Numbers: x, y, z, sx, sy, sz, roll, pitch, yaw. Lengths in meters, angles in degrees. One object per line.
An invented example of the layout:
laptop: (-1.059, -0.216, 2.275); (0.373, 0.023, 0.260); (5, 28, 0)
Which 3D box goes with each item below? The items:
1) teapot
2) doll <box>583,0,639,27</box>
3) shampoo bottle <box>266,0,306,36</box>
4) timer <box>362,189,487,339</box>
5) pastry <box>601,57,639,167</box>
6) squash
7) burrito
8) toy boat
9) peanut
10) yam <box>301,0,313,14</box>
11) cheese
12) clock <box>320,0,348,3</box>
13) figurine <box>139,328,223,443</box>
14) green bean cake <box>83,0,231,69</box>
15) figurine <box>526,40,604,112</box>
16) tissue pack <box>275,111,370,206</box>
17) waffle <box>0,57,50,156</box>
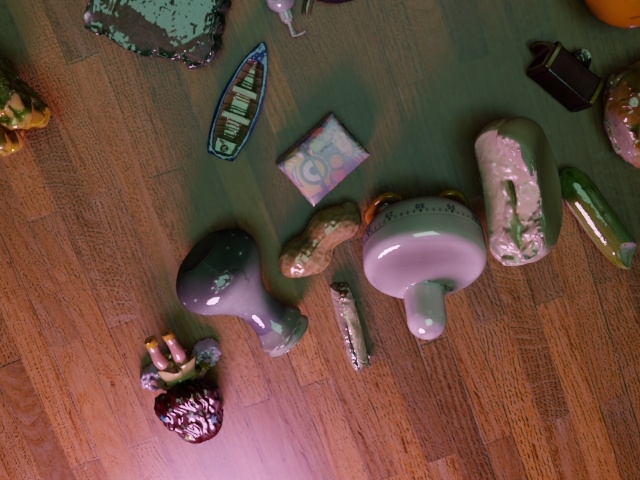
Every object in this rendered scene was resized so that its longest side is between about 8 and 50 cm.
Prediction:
teapot: (-0.143, 0.106, 1.741); (0.183, 0.183, 0.251); (-41, 112, 7)
doll: (0.553, -0.498, 1.632); (0.213, 0.236, 0.213); (-7, 146, -5)
shampoo bottle: (-0.080, -0.460, 1.667); (0.056, 0.056, 0.195); (-18, 102, 2)
timer: (0.192, 0.037, 1.696); (0.233, 0.240, 0.233); (-2, 145, -1)
pastry: (0.617, -0.242, 1.703); (0.229, 0.100, 0.218); (19, 105, -28)
squash: (0.534, -0.041, 1.776); (0.069, 0.069, 0.239); (-37, 101, 6)
burrito: (0.058, 0.173, 1.823); (0.045, 0.041, 0.186); (-24, 106, -40)
toy boat: (-0.146, -0.260, 1.715); (0.080, 0.046, 0.229); (20, 101, -5)
peanut: (0.002, 0.001, 1.761); (0.089, 0.089, 0.193); (43, 98, -10)
yam: (-0.016, -0.469, 1.685); (0.021, 0.021, 0.116); (10, 100, -4)
cheese: (0.359, -0.093, 1.678); (0.127, 0.233, 0.266); (-9, 103, 23)
clock: (0.027, -0.519, 1.651); (0.184, 0.040, 0.185); (-1, 97, -10)
figurine: (-0.266, 0.281, 1.795); (0.174, 0.116, 0.240); (-21, 102, 2)
green bean cake: (-0.272, -0.448, 1.626); (0.241, 0.132, 0.255); (14, 104, -5)
figurine: (0.456, -0.321, 1.712); (0.154, 0.082, 0.098); (40, 84, -9)
tissue pack: (0.004, -0.154, 1.736); (0.148, 0.060, 0.108); (-41, 102, 8)
waffle: (-0.628, -0.283, 1.584); (0.151, 0.261, 0.324); (-43, 103, 0)
